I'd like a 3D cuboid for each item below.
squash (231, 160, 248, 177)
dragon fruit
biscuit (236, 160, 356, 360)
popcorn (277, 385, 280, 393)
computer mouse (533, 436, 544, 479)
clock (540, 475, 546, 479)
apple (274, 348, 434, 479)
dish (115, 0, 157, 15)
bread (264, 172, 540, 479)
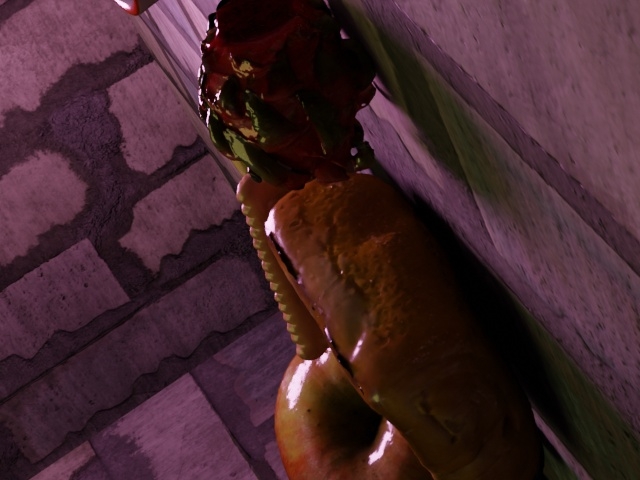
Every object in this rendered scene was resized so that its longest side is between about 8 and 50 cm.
[{"bbox_3d":[-0.077,-0.113,2.402,0.095,0.095,0.188,53,175,28],"label":"squash"},{"bbox_3d":[-0.028,-0.130,1.496,0.160,0.166,0.172,7,133,28],"label":"dragon fruit"},{"bbox_3d":[0.001,0.000,1.876,0.030,0.160,0.249,17,136,45],"label":"biscuit"},{"bbox_3d":[0.084,0.267,2.451,0.316,0.281,0.297,74,-165,-84],"label":"popcorn"},{"bbox_3d":[0.228,0.229,1.941,0.135,0.047,0.079,-113,8,-45],"label":"computer mouse"},{"bbox_3d":[0.280,0.372,2.254,0.319,0.066,0.319,55,176,6],"label":"clock"},{"bbox_3d":[0.091,0.240,2.092,0.250,0.277,0.309,40,-144,-57],"label":"apple"},{"bbox_3d":[-0.207,-0.370,1.736,0.256,0.117,0.256,54,168,18],"label":"dish"},{"bbox_3d":[0.104,0.103,1.740,0.328,0.148,0.337,52,-175,-45],"label":"bread"}]
